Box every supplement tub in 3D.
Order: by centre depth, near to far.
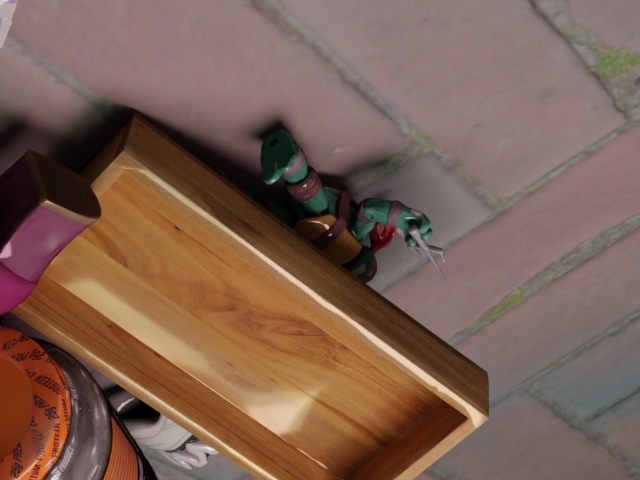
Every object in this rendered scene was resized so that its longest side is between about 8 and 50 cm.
[{"bbox_3d":[-0.272,0.218,1.635,0.207,0.207,0.338,-21,151,-2],"label":"supplement tub"}]

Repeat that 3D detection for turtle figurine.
[{"bbox_3d":[0.000,0.000,1.641,0.175,0.118,0.234,-44,127,8],"label":"turtle figurine"}]

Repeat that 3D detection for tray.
[{"bbox_3d":[-0.068,0.083,1.588,0.411,0.076,0.203,36,120,-20],"label":"tray"}]

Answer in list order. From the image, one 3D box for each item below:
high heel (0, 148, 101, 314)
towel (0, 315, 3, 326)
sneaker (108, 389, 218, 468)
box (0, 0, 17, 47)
[{"bbox_3d":[-0.355,-0.035,1.361,0.181,0.127,0.377,-39,134,21],"label":"high heel"},{"bbox_3d":[-0.442,0.123,1.602,0.324,0.056,0.312,-22,149,-16],"label":"towel"},{"bbox_3d":[-0.105,0.123,1.767,0.118,0.110,0.292,20,128,-33],"label":"sneaker"},{"bbox_3d":[-0.374,-0.181,1.229,0.324,0.067,0.063,-1,141,-29],"label":"box"}]
